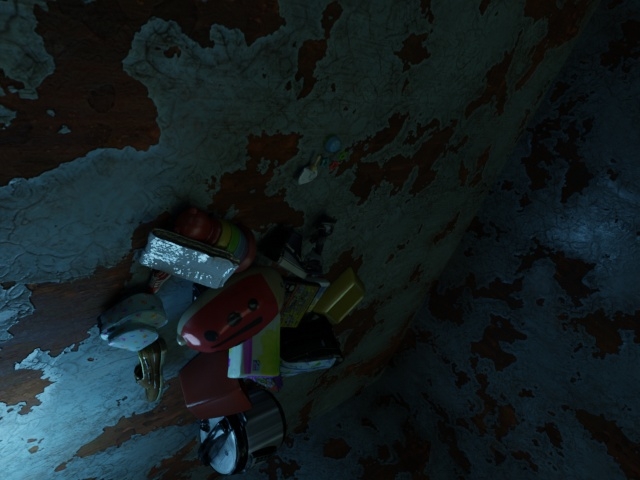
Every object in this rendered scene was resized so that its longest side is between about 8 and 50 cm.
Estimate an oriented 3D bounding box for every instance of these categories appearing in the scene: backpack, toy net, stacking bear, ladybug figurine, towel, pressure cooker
[{"bbox_3d":[-0.603,0.266,1.322,0.188,0.144,0.166,-39,146,1],"label":"backpack"},{"bbox_3d":[-0.002,-0.294,1.542,0.232,0.045,0.122,-43,149,-5],"label":"toy net"},{"bbox_3d":[-0.356,-0.011,1.333,0.175,0.164,0.289,-48,143,1],"label":"stacking bear"},{"bbox_3d":[-0.107,0.576,2.145,0.355,0.290,0.273,3,139,-41],"label":"backpack"},{"bbox_3d":[-0.309,0.269,1.498,0.449,0.162,0.305,-32,143,-25],"label":"ladybug figurine"},{"bbox_3d":[-0.413,0.066,1.272,0.282,0.049,0.187,22,137,-23],"label":"towel"},{"bbox_3d":[-0.441,1.015,2.136,0.420,0.375,0.370,0,88,-49],"label":"pressure cooker"}]

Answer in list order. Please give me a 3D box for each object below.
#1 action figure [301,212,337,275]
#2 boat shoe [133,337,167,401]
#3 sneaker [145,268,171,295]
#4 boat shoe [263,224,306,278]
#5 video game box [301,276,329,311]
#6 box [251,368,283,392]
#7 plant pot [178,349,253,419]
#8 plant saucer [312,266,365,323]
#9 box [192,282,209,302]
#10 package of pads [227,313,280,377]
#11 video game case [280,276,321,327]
[{"bbox_3d":[0.000,0.000,1.735,0.185,0.099,0.285,105,2,-63],"label":"action figure"},{"bbox_3d":[-0.673,0.510,1.570,0.104,0.110,0.307,-8,121,-41],"label":"boat shoe"},{"bbox_3d":[-0.554,0.131,1.347,0.118,0.042,0.067,-50,152,-10],"label":"sneaker"},{"bbox_3d":[-0.111,0.053,1.720,0.158,0.127,0.340,-62,160,-7],"label":"boat shoe"},{"bbox_3d":[-0.068,0.281,2.077,0.187,0.048,0.205,12,116,-51],"label":"video game box"},{"bbox_3d":[-0.300,0.657,2.060,0.057,0.201,0.293,-55,156,-36],"label":"box"},{"bbox_3d":[-0.478,0.645,1.812,0.235,0.267,0.267,-23,142,-12],"label":"plant pot"},{"bbox_3d":[0.125,0.345,2.341,0.333,0.081,0.333,-46,148,-4],"label":"plant saucer"},{"bbox_3d":[-0.409,0.226,1.574,0.158,0.093,0.156,-19,138,-39],"label":"box"},{"bbox_3d":[-0.280,0.441,1.758,0.101,0.296,0.229,-18,155,38],"label":"package of pads"},{"bbox_3d":[-0.159,0.305,1.952,0.248,0.035,0.275,13,115,-38],"label":"video game case"}]
